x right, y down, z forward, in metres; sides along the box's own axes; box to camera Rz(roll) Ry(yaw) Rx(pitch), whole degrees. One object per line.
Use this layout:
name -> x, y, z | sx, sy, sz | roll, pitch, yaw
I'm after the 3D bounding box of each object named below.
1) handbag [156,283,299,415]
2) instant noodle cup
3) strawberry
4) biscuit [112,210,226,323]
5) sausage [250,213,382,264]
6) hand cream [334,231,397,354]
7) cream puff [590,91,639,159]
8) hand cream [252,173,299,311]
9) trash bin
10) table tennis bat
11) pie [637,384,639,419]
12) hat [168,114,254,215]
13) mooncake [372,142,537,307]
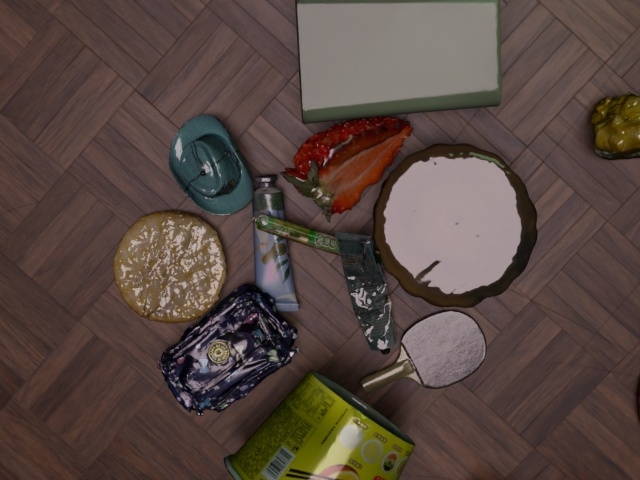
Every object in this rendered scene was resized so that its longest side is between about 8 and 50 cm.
handbag -> -0.169, 0.207, 1.912 | 0.260, 0.113, 0.162 | -36, 100, 5
instant noodle cup -> 0.016, 0.387, 1.853 | 0.311, 0.311, 0.222 | 35, 89, -2
strawberry -> 0.045, -0.161, 1.836 | 0.228, 0.174, 0.098 | -46, 54, 0
biscuit -> -0.277, 0.050, 1.925 | 0.219, 0.033, 0.220 | 0, 92, 9
sausage -> 0.000, 0.000, 1.884 | 0.269, 0.033, 0.033 | 18, 99, -16
hand cream -> 0.087, 0.100, 1.883 | 0.075, 0.052, 0.248 | -8, 116, 20
cream puff -> 0.539, -0.202, 1.812 | 0.146, 0.146, 0.116 | -7, 81, 4
hand cream -> -0.087, 0.007, 1.914 | 0.088, 0.055, 0.256 | -1, 104, 12
trash bin -> 0.131, -0.327, 1.801 | 0.343, 0.158, 0.223 | -4, 100, -1
table tennis bat -> 0.189, 0.222, 1.941 | 0.246, 0.022, 0.138 | -27, 96, 5
pie -> 0.685, 0.298, 1.909 | 0.204, 0.054, 0.219 | 3, 98, 2
hat -> -0.201, -0.131, 1.867 | 0.138, 0.078, 0.191 | -36, 87, 22
mooncake -> 0.233, -0.029, 1.833 | 0.290, 0.161, 0.291 | 0, 97, 2
